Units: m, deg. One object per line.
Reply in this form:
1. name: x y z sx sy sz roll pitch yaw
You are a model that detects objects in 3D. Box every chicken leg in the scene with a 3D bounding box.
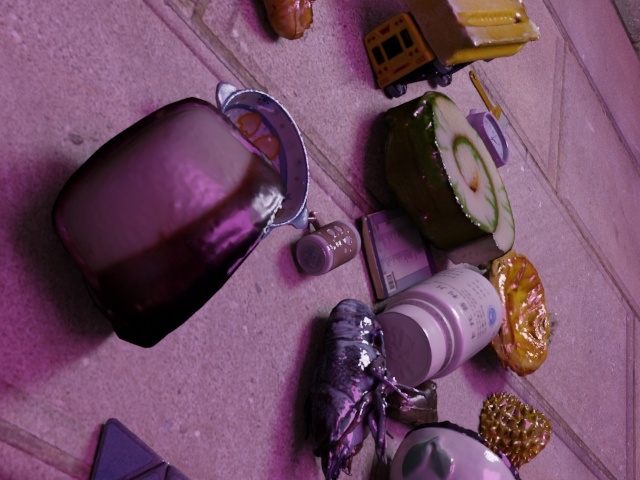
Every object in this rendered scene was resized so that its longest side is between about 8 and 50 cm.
1. chicken leg: -0.066 -0.443 1.404 0.101 0.085 0.207 -25 93 -20

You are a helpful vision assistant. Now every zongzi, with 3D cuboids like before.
1. zongzi: 0.161 0.331 1.498 0.154 0.062 0.130 -15 103 -49

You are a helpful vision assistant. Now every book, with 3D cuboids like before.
1. book: 0.151 0.013 1.610 0.231 0.026 0.157 -18 95 -56

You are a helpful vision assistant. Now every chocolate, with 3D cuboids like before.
1. chocolate: -0.195 -0.035 0.965 0.186 0.284 0.283 43 45 -16

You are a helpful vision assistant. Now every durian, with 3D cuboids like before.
1. durian: 0.410 0.409 1.791 0.182 0.165 0.132 -22 140 -33

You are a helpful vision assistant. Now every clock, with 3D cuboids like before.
1. clock: 0.412 -0.254 2.039 0.152 0.050 0.110 52 42 -31

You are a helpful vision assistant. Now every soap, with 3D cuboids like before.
1. soap: 0.310 -0.462 1.694 0.315 0.091 0.199 -23 79 -48

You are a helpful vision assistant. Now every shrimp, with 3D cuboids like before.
1. shrimp: 0.063 0.252 1.281 0.137 0.172 0.372 40 41 -48

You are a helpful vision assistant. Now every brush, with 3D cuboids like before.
1. brush: 0.429 -0.353 2.132 0.205 0.011 0.083 51 43 -31

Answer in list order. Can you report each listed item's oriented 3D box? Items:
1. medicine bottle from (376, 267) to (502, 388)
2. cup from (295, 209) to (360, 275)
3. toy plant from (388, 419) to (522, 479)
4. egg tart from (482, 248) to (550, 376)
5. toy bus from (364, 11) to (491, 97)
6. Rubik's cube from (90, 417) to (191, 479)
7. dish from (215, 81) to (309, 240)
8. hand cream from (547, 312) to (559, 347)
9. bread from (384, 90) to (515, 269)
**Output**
1. medicine bottle: 0.204 0.157 1.509 0.293 0.170 0.170 -18 94 -54
2. cup: 0.007 -0.001 1.366 0.099 0.074 0.102 -27 101 -54
3. toy plant: 0.158 0.467 1.303 0.332 0.247 0.247 -38 110 -48
4. egg tart: 0.410 0.160 1.847 0.295 0.116 0.294 18 67 -51
5. toy bus: 0.238 -0.409 1.764 0.331 0.145 0.151 -25 89 -53
6. Rubik's cube: -0.164 0.374 0.943 0.233 0.228 0.228 16 106 -14
7. dish: -0.118 -0.110 1.219 0.228 0.086 0.236 -25 100 -54
8. hand cream: 0.575 0.244 2.127 0.057 0.037 0.165 58 45 -24
9. bread: 0.258 -0.111 1.676 0.382 0.129 0.366 63 27 -6
